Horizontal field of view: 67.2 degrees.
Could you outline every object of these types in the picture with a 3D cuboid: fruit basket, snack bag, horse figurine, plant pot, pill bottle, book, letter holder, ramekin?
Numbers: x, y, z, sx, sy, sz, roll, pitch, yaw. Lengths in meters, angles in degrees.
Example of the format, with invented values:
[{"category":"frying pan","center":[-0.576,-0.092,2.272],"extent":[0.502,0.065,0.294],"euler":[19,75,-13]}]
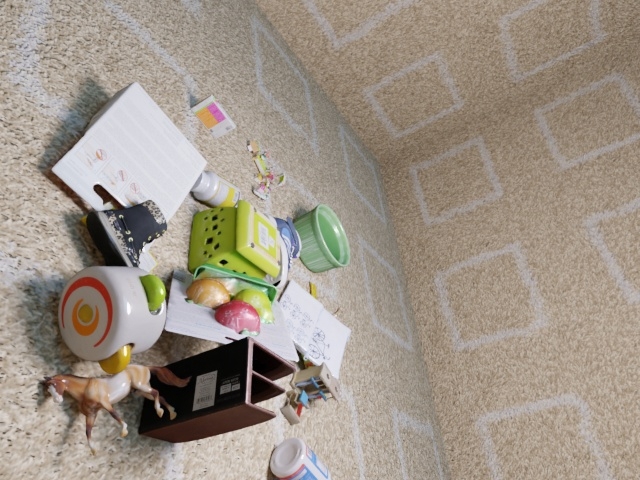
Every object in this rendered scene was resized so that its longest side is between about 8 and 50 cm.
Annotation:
[{"category":"fruit basket","center":[-0.239,0.198,1.268],"extent":[0.327,0.165,0.353],"euler":[18,19,-19]},{"category":"snack bag","center":[-0.026,0.331,1.825],"extent":[0.342,0.037,0.323],"euler":[42,26,-8]},{"category":"horse figurine","center":[-0.405,0.317,0.991],"extent":[0.174,0.066,0.263],"euler":[44,34,25]},{"category":"plant pot","center":[-0.256,0.019,1.521],"extent":[0.227,0.207,0.228],"euler":[43,33,-46]},{"category":"pill bottle","center":[-0.045,0.709,1.452],"extent":[0.221,0.124,0.124],"euler":[57,24,-24]},{"category":"book","center":[-0.397,-0.459,1.795],"extent":[0.144,0.096,0.035],"euler":[54,26,-31]},{"category":"letter holder","center":[-0.226,0.371,1.127],"extent":[0.214,0.302,0.152],"euler":[45,31,-43]},{"category":"pill bottle","center":[-0.357,-0.169,1.602],"extent":[0.184,0.103,0.103],"euler":[30,43,-56]},{"category":"ramekin","center":[0.000,0.000,2.187],"extent":[0.303,0.148,0.303],"euler":[49,28,-38]}]

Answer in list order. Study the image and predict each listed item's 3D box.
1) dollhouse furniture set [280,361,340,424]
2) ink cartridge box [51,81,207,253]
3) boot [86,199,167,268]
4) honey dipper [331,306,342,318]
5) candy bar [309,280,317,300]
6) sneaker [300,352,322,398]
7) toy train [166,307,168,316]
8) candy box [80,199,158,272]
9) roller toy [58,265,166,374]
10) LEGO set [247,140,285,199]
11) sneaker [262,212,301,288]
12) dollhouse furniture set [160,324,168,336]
[{"category":"dollhouse furniture set","center":[-0.028,0.538,1.642],"extent":[0.129,0.129,0.183],"euler":[60,22,-18]},{"category":"ink cartridge box","center":[-0.507,-0.195,1.305],"extent":[0.308,0.091,0.385],"euler":[52,42,-33]},{"category":"boot","center":[-0.438,0.017,1.178],"extent":[0.178,0.085,0.236],"euler":[-32,96,-54]},{"category":"honey dipper","center":[0.074,0.335,2.200],"extent":[0.030,0.030,0.161],"euler":[67,19,-1]},{"category":"candy bar","center":[-0.030,0.246,2.059],"extent":[0.040,0.018,0.161],"euler":[41,34,-41]},{"category":"sneaker","center":[-0.019,0.489,1.779],"extent":[0.208,0.081,0.094],"euler":[63,29,-5]},{"category":"toy train","center":[-0.407,0.191,1.266],"extent":[0.083,0.017,0.023],"euler":[44,41,-44]},{"category":"candy box","center":[-0.500,0.007,1.214],"extent":[0.206,0.027,0.105],"euler":[60,27,-17]},{"category":"roller toy","center":[-0.439,0.151,1.006],"extent":[0.146,0.191,0.209],"euler":[10,99,-65]},{"category":"LEGO set","center":[-0.220,-0.300,2.028],"extent":[0.132,0.107,0.287],"euler":[35,39,-53]},{"category":"sneaker","center":[-0.133,0.057,1.856],"extent":[0.236,0.130,0.322],"euler":[28,39,-51]},{"category":"dollhouse furniture set","center":[-0.414,0.203,1.172],"extent":[0.114,0.091,0.081],"euler":[62,38,-21]}]
